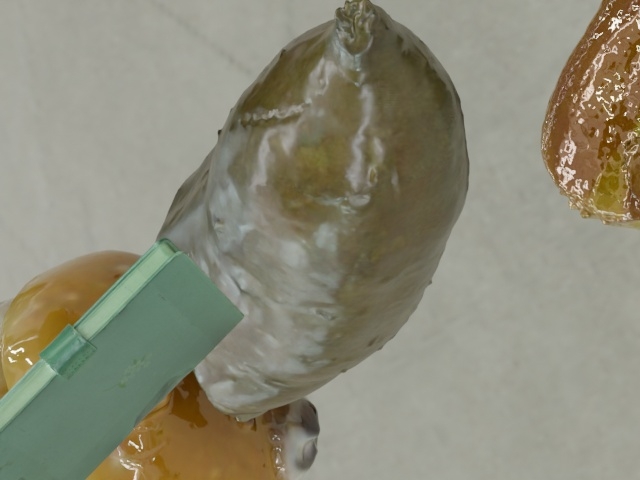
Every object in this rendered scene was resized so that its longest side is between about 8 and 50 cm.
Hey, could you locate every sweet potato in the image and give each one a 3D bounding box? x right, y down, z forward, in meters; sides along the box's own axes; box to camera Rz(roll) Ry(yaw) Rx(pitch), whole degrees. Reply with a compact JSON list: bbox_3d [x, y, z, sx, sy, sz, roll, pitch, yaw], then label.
[{"bbox_3d":[0.001,-0.017,1.053,0.158,0.158,0.370,61,153,11],"label":"sweet potato"}]

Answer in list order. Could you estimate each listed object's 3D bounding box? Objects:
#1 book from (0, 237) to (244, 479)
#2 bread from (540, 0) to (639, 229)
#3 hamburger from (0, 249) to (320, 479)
[{"bbox_3d":[-0.100,0.063,0.877,0.017,0.135,0.103,43,176,25],"label":"book"},{"bbox_3d":[0.332,-0.137,1.765,0.204,0.156,0.288,36,103,26],"label":"bread"},{"bbox_3d":[-0.134,0.123,1.397,0.237,0.276,0.276,-43,70,32],"label":"hamburger"}]
